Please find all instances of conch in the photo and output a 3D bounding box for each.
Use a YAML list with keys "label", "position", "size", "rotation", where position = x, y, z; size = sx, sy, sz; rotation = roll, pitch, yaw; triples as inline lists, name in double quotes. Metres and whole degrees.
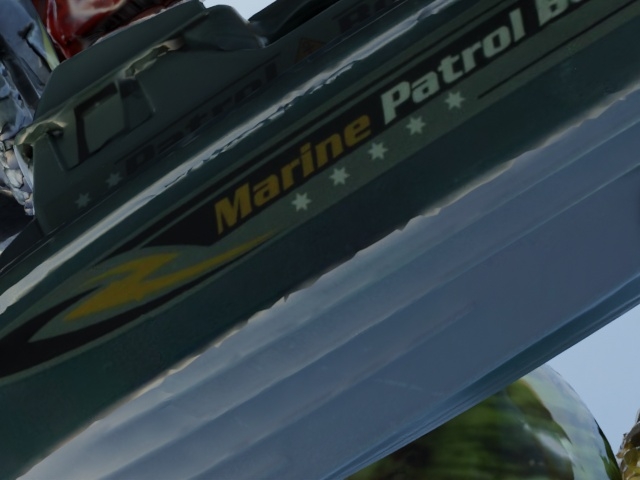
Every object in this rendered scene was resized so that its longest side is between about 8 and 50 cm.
- label: "conch"
  position: [0.024, 0.086, 0.755]
  size: [0.187, 0.181, 0.124]
  rotation: [-19, -113, 53]

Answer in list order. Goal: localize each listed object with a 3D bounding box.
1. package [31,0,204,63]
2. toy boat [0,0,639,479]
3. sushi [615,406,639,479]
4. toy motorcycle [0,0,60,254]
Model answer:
- label: "package"
  position: [-0.147, -0.151, 0.912]
  size: [0.269, 0.071, 0.194]
  rotation: [33, -81, 22]
- label: "toy boat"
  position: [0.000, -0.003, 0.457]
  size: [0.296, 0.114, 0.122]
  rotation: [-30, -121, 5]
- label: "sushi"
  position: [0.222, 0.147, 0.950]
  size: [0.296, 0.167, 0.179]
  rotation: [-43, -178, 44]
- label: "toy motorcycle"
  position: [-0.154, -0.042, 0.868]
  size: [0.108, 0.173, 0.307]
  rotation: [-29, 163, -12]
